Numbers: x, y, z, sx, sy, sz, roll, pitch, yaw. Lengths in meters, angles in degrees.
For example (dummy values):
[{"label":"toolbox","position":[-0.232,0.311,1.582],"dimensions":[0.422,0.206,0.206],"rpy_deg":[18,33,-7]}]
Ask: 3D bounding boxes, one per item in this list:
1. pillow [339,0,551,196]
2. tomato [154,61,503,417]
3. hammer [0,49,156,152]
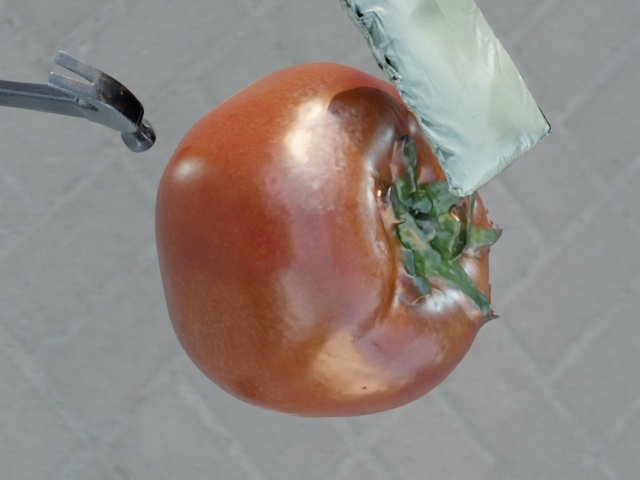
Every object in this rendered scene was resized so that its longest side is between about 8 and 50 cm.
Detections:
[{"label":"pillow","position":[0.111,-0.161,1.648],"dimensions":[0.128,0.051,0.229],"rpy_deg":[-32,93,-27]},{"label":"tomato","position":[0.000,0.000,1.769],"dimensions":[0.341,0.273,0.341],"rpy_deg":[14,72,-50]},{"label":"hammer","position":[-0.307,-0.141,1.714],"dimensions":[0.290,0.137,0.037],"rpy_deg":[9,69,17]}]
